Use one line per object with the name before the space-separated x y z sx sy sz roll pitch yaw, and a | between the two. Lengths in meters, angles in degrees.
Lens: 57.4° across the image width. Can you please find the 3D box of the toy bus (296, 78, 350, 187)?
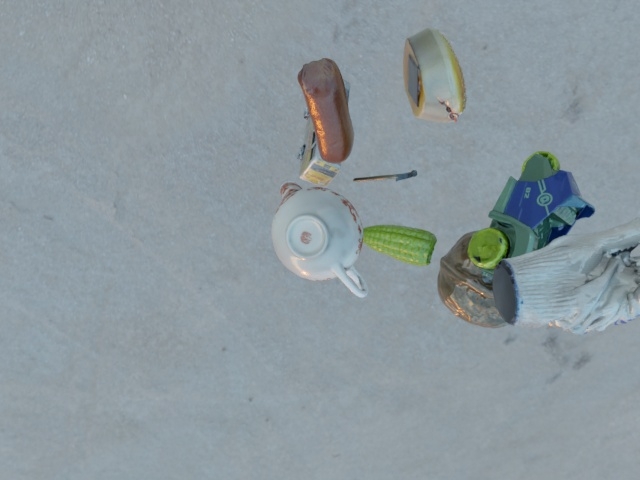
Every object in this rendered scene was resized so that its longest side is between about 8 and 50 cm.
toy bus | 0.011 -0.313 1.631 0.097 0.343 0.138 19 148 -17

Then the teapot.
teapot | 0.000 0.000 1.006 0.159 0.116 0.246 -32 90 6

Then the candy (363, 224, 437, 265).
candy | 0.197 0.004 1.522 0.209 0.097 0.097 14 130 22

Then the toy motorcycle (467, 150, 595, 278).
toy motorcycle | 0.502 -0.040 1.342 0.191 0.200 0.327 21 95 -43

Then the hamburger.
hamburger | 0.326 -0.472 1.670 0.151 0.295 0.227 -7 140 2

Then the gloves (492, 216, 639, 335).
gloves | 0.307 0.039 0.646 0.229 0.119 0.097 -13 154 10

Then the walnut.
walnut | 0.457 0.103 1.618 0.273 0.227 0.273 17 133 19

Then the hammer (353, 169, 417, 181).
hammer | 0.157 -0.161 1.505 0.062 0.182 0.017 -22 106 -46

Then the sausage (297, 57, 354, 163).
sausage | 0.019 -0.266 1.244 0.089 0.083 0.300 -7 152 8
